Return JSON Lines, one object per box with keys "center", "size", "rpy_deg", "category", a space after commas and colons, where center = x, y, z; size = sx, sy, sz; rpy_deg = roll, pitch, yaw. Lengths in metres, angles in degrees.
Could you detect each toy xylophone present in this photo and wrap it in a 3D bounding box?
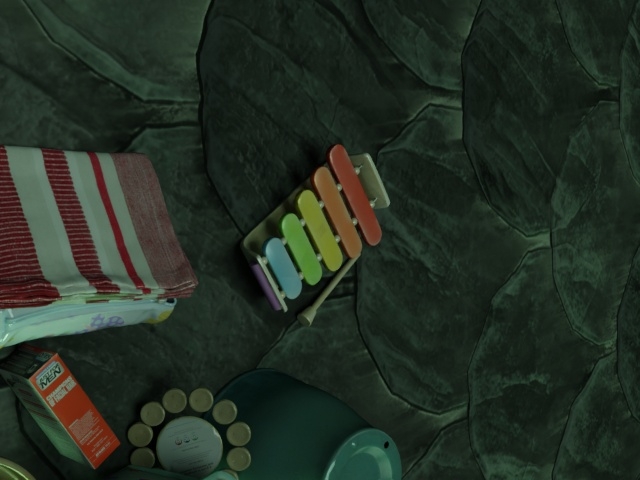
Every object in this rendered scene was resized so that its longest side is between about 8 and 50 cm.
{"center": [0.000, 0.000, 1.520], "size": [0.322, 0.081, 0.236], "rpy_deg": [-53, 128, -27], "category": "toy xylophone"}

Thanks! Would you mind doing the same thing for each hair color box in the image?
{"center": [-0.348, 0.220, 1.190], "size": [0.053, 0.093, 0.167], "rpy_deg": [-47, 125, -32], "category": "hair color box"}

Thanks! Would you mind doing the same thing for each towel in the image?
{"center": [-0.327, -0.026, 1.133], "size": [0.329, 0.037, 0.237], "rpy_deg": [-1, 56, -44], "category": "towel"}

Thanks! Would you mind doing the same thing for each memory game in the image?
{"center": [-0.192, 0.305, 1.324], "size": [0.186, 0.012, 0.186], "rpy_deg": [0, 98, 0], "category": "memory game"}

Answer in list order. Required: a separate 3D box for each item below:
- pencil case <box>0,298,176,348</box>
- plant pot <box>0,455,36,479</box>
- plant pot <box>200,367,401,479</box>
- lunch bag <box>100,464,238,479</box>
{"center": [-0.324, 0.073, 1.176], "size": [0.273, 0.124, 0.113], "rpy_deg": [-6, 124, -43], "category": "pencil case"}
{"center": [-0.458, 0.365, 1.084], "size": [0.237, 0.110, 0.237], "rpy_deg": [-5, 97, -44], "category": "plant pot"}
{"center": [-0.022, 0.357, 1.414], "size": [0.272, 0.255, 0.271], "rpy_deg": [-5, 97, -44], "category": "plant pot"}
{"center": [-0.194, 0.402, 1.195], "size": [0.223, 0.262, 0.160], "rpy_deg": [4, 92, -76], "category": "lunch bag"}
